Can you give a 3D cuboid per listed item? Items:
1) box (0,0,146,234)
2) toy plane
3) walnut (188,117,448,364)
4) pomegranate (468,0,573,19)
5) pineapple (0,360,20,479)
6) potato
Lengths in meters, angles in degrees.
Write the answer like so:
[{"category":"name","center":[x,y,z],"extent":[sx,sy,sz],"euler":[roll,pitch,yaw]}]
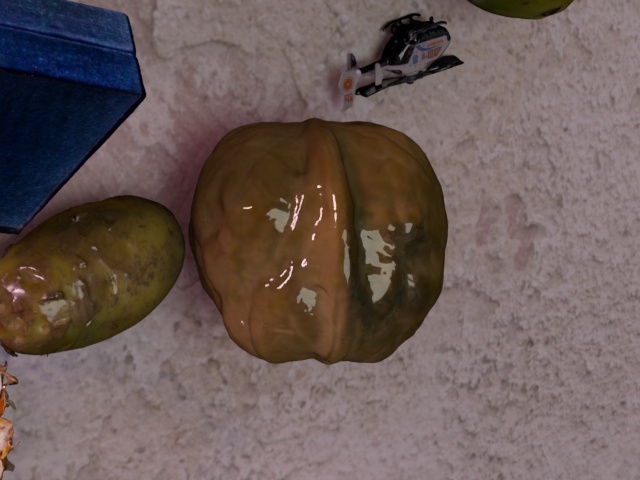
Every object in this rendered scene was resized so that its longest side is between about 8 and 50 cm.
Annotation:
[{"category":"box","center":[-0.352,-0.127,1.539],"extent":[0.279,0.261,0.116],"euler":[9,54,-38]},{"category":"toy plane","center":[0.096,-0.221,1.989],"extent":[0.197,0.053,0.078],"euler":[-27,126,-34]},{"category":"walnut","center":[-0.002,0.000,1.844],"extent":[0.253,0.282,0.277],"euler":[-33,121,-72]},{"category":"pomegranate","center":[0.215,-0.366,1.984],"extent":[0.240,0.159,0.190],"euler":[27,72,-13]},{"category":"pineapple","center":[-0.412,0.161,1.680],"extent":[0.186,0.114,0.236],"euler":[-36,111,-25]},{"category":"potato","center":[-0.249,0.037,1.758],"extent":[0.251,0.113,0.149],"euler":[-35,113,-35]}]
